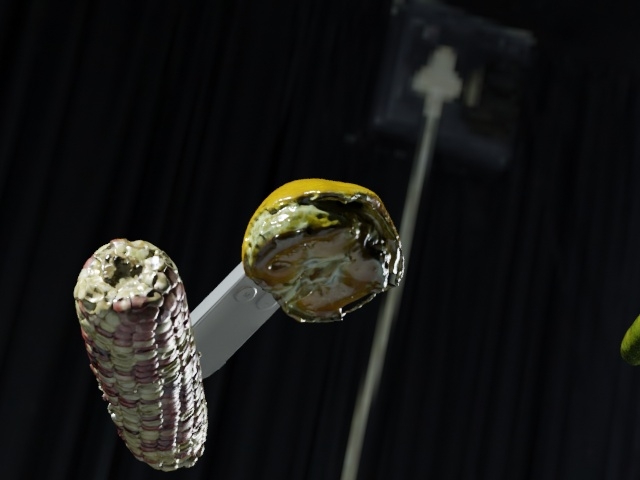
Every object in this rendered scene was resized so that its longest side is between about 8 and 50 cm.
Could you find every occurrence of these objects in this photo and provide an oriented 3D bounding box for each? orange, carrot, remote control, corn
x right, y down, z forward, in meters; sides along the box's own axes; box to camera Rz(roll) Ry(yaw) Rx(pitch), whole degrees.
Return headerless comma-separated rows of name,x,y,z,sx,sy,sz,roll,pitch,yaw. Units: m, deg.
orange,0.000,0.000,1.808,0.160,0.112,0.170,4,-51,-15
carrot,0.470,0.111,2.591,0.074,0.074,0.358,12,-22,0
remote control,-0.082,0.066,1.985,0.077,0.022,0.245,24,-61,-43
corn,-0.153,0.111,1.666,0.098,0.098,0.290,8,-36,10
